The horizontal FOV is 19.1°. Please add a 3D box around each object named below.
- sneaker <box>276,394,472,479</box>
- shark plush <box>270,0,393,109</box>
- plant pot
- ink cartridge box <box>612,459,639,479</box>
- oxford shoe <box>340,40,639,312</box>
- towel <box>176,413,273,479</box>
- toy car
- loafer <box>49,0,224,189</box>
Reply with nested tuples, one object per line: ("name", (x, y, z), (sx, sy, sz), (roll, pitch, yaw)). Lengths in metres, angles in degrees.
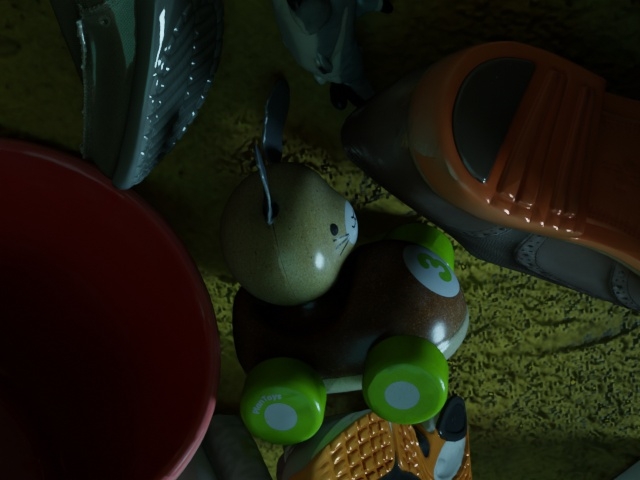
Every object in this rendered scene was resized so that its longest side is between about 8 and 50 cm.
("sneaker", (0.014, 0.161, 1.262), (0.121, 0.099, 0.262), (-8, 175, 21))
("shark plush", (0.015, -0.123, 1.089), (0.067, 0.073, 0.161), (-32, 127, -9))
("plant pot", (-0.226, 0.110, 1.199), (0.275, 0.275, 0.243), (18, 142, -15))
("ink cartridge box", (0.287, 0.263, 1.428), (0.212, 0.093, 0.154), (27, 130, -21))
("oxford shoe", (0.178, -0.023, 1.160), (0.363, 0.130, 0.132), (26, 163, -30))
("towel", (-0.057, 0.348, 1.344), (0.090, 0.374, 0.320), (-10, 137, -20))
("toy car", (0.000, 0.000, 1.154), (0.149, 0.155, 0.188), (-11, 121, 13))
("loafer", (-0.108, -0.143, 1.060), (0.087, 0.094, 0.251), (21, 127, 15))
